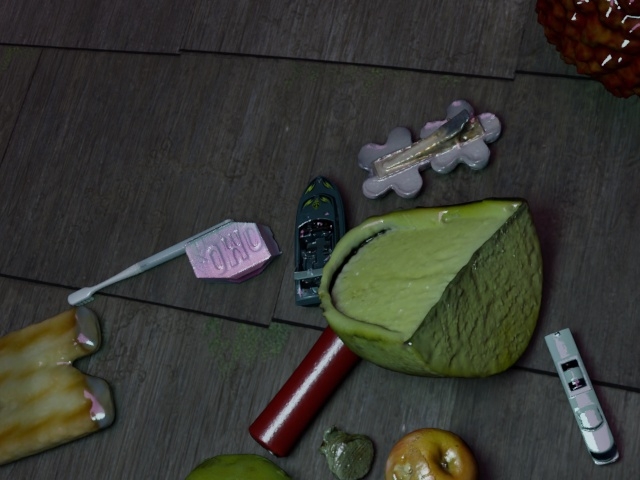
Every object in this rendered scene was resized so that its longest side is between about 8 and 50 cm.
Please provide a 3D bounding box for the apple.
[{"bbox_3d":[0.169,0.346,1.537,0.146,0.146,0.146,-6,69,17],"label":"apple"}]

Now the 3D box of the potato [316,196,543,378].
[{"bbox_3d":[0.157,0.097,1.618,0.280,0.213,0.330,10,47,43],"label":"potato"}]

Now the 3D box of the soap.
[{"bbox_3d":[-0.150,0.021,1.807,0.149,0.056,0.100,-25,77,8],"label":"soap"}]

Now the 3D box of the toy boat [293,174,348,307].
[{"bbox_3d":[0.000,0.000,1.748,0.093,0.103,0.246,-9,65,20],"label":"toy boat"}]

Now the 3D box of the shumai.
[{"bbox_3d":[0.033,0.339,1.641,0.080,0.082,0.083,-5,48,57],"label":"shumai"}]

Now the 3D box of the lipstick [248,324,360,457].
[{"bbox_3d":[-0.018,0.238,1.677,0.080,0.080,0.241,36,86,26],"label":"lipstick"}]

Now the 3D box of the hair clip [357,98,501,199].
[{"bbox_3d":[0.183,-0.154,1.761,0.257,0.075,0.146,-27,62,15],"label":"hair clip"}]

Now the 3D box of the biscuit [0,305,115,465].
[{"bbox_3d":[-0.509,0.264,1.845,0.291,0.062,0.237,-22,66,10],"label":"biscuit"}]

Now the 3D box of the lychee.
[{"bbox_3d":[0.529,-0.435,1.565,0.425,0.424,0.500,0,46,19],"label":"lychee"}]

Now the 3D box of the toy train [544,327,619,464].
[{"bbox_3d":[0.394,0.235,1.554,0.043,0.047,0.207,-22,64,12],"label":"toy train"}]

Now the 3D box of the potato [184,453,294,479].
[{"bbox_3d":[-0.111,0.434,1.598,0.253,0.148,0.186,31,85,25],"label":"potato"}]

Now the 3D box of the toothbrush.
[{"bbox_3d":[-0.306,0.042,1.875,0.342,0.030,0.025,-26,65,9],"label":"toothbrush"}]
